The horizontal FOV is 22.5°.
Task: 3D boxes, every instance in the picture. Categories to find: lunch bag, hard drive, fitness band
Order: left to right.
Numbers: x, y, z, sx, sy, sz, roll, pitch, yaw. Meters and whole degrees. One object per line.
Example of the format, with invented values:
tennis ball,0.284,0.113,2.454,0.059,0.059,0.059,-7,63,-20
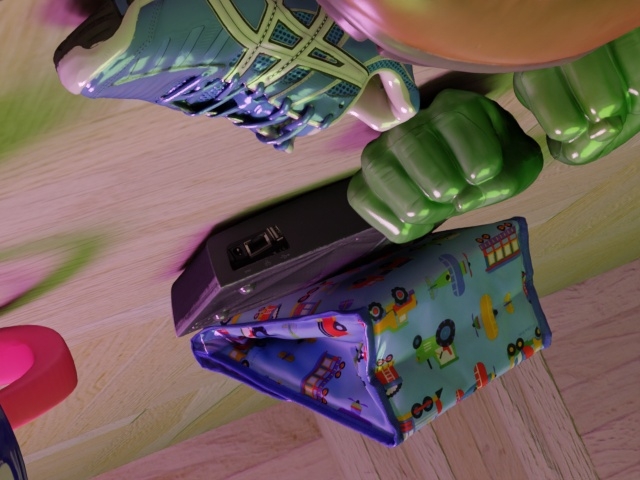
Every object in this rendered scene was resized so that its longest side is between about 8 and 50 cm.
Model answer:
fitness band,-0.314,0.124,1.126,0.291,0.054,0.209,-19,-171,-18
hard drive,0.000,0.000,1.357,0.255,0.054,0.172,-21,170,-23
lunch bag,0.030,0.068,1.532,0.221,0.138,0.293,-28,-158,-37

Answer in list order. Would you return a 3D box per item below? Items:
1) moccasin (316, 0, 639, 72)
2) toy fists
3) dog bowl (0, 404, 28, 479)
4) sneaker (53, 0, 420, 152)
moccasin,0.145,-0.158,0.600,0.380,0.139,0.147,-15,161,-32
toy fists,0.147,-0.083,1.142,0.279,0.096,0.142,-26,169,21
dog bowl,-0.294,0.158,0.870,0.265,0.264,0.104,-27,173,16
sneaker,-0.027,-0.085,0.746,0.211,0.081,0.080,-13,167,-43
